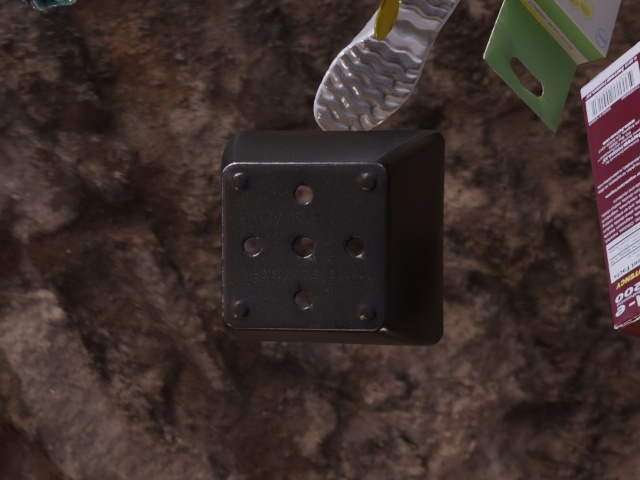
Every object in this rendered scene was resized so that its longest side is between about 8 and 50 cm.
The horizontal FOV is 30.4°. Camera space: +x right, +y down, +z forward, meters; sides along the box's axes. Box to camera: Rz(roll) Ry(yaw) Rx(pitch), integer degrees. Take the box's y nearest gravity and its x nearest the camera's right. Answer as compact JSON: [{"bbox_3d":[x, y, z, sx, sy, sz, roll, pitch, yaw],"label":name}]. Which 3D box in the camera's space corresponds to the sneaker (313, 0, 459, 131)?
[{"bbox_3d":[0.096,-0.251,1.562,0.105,0.115,0.281,39,-90,-3],"label":"sneaker"}]

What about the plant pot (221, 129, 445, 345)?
[{"bbox_3d":[0.000,0.000,0.957,0.188,0.167,0.187,1,-87,11],"label":"plant pot"}]

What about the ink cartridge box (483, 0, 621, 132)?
[{"bbox_3d":[0.311,-0.287,1.552,0.171,0.056,0.235,38,-123,-32],"label":"ink cartridge box"}]

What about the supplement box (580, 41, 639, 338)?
[{"bbox_3d":[0.281,-0.025,0.904,0.130,0.073,0.239,23,-131,-26],"label":"supplement box"}]

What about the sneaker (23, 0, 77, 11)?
[{"bbox_3d":[-0.327,-0.309,1.298,0.110,0.283,0.122,-27,-68,-18],"label":"sneaker"}]

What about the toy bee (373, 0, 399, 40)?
[{"bbox_3d":[0.078,-0.325,1.209,0.162,0.298,0.195,1,-46,-45],"label":"toy bee"}]
